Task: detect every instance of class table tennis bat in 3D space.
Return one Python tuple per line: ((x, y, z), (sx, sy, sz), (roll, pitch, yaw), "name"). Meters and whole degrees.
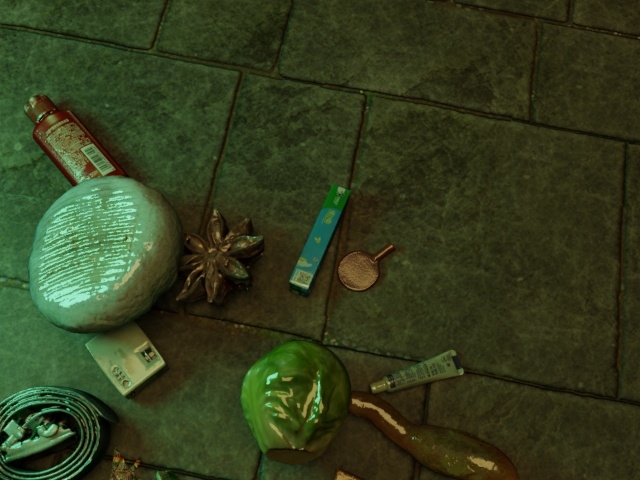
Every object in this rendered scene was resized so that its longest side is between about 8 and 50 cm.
((0.110, 0.055, 1.669), (0.155, 0.019, 0.098), (-36, 74, -12), "table tennis bat")

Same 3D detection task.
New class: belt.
((-0.544, 0.401, 1.454), (0.267, 0.116, 0.206), (-11, 73, -4), "belt")

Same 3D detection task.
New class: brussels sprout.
((-0.047, 0.326, 1.463), (0.244, 0.244, 0.244), (1, 69, -2), "brussels sprout")

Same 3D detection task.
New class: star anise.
((-0.225, 0.050, 1.610), (0.236, 0.109, 0.223), (-32, 50, 1), "star anise")

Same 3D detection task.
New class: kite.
((-0.403, 0.490, 1.484), (0.122, 0.004, 0.090), (40, 72, 12), "kite")

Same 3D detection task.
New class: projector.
((-0.417, 0.251, 1.546), (0.115, 0.061, 0.147), (-38, 75, -14), "projector")

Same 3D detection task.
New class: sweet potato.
((0.231, 0.423, 1.490), (0.385, 0.109, 0.109), (21, 69, 18), "sweet potato")

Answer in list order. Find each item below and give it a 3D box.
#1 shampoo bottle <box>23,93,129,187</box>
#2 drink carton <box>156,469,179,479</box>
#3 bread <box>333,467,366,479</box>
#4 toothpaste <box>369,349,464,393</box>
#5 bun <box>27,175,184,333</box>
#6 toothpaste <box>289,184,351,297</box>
((-0.595, -0.222, 1.713), (0.118, 0.076, 0.314), (-40, 75, -15), "shampoo bottle")
((-0.319, 0.553, 1.396), (0.142, 0.144, 0.146), (-39, 75, -9), "drink carton")
((0.061, 0.531, 1.473), (0.094, 0.035, 0.090), (23, 69, 6), "bread")
((0.210, 0.297, 1.570), (0.216, 0.037, 0.062), (-15, 70, -13), "toothpaste")
((-0.453, 0.039, 1.527), (0.362, 0.211, 0.362), (-7, 56, 11), "bun")
((0.000, 0.000, 1.661), (0.050, 0.065, 0.266), (21, 70, 9), "toothpaste")
